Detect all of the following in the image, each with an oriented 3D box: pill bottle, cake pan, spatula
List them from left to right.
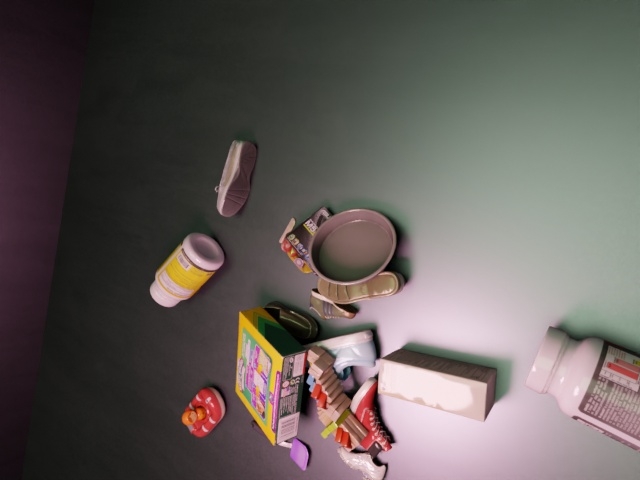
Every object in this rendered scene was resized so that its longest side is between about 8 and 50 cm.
[{"bbox_3d":[-0.581,0.134,1.829,0.334,0.188,0.187,-42,68,24],"label":"pill bottle"},{"bbox_3d":[-0.162,0.770,1.641,0.297,0.030,0.084,16,96,32],"label":"spatula"},{"bbox_3d":[0.107,0.025,1.395,0.293,0.054,0.293,-12,53,16],"label":"cake pan"},{"bbox_3d":[0.704,0.359,1.014,0.363,0.210,0.210,23,101,30],"label":"pill bottle"}]

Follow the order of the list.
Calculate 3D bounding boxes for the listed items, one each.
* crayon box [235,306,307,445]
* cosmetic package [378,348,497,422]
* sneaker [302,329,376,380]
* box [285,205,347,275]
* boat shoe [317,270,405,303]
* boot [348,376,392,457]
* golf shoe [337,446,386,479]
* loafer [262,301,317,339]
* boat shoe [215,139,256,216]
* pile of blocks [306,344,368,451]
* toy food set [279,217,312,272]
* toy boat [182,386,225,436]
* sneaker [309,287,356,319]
[{"bbox_3d":[-0.188,0.471,1.523,0.313,0.106,0.362,32,121,49],"label":"crayon box"},{"bbox_3d":[0.345,0.418,1.265,0.310,0.160,0.113,6,92,33],"label":"cosmetic package"},{"bbox_3d":[0.025,0.420,1.477,0.366,0.135,0.150,-23,74,30],"label":"sneaker"},{"bbox_3d":[0.000,0.000,1.516,0.184,0.045,0.190,-39,67,-2],"label":"box"},{"bbox_3d":[0.137,0.155,1.432,0.303,0.103,0.113,-3,84,32],"label":"boat shoe"},{"bbox_3d":[0.181,0.587,1.406,0.176,0.088,0.244,29,111,29],"label":"boot"},{"bbox_3d":[0.142,0.744,1.446,0.176,0.069,0.086,30,84,26],"label":"golf shoe"},{"bbox_3d":[-0.124,0.305,1.599,0.251,0.087,0.094,17,97,31],"label":"loafer"},{"bbox_3d":[-0.357,-0.256,1.751,0.103,0.118,0.320,17,93,37],"label":"boat shoe"},{"bbox_3d":[0.014,0.530,1.380,0.149,0.113,0.362,-26,87,35],"label":"pile of blocks"},{"bbox_3d":[-0.089,0.026,1.596,0.218,0.071,0.128,47,111,24],"label":"toy food set"},{"bbox_3d":[-0.511,0.726,1.787,0.151,0.151,0.231,47,112,24],"label":"toy boat"},{"bbox_3d":[0.038,0.248,1.520,0.192,0.064,0.086,27,110,30],"label":"sneaker"}]
